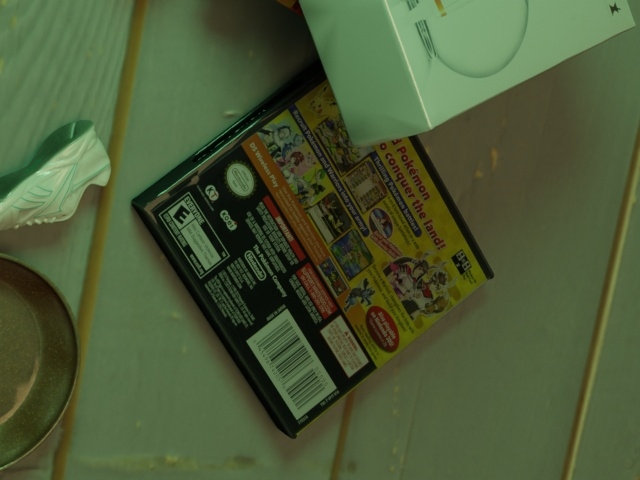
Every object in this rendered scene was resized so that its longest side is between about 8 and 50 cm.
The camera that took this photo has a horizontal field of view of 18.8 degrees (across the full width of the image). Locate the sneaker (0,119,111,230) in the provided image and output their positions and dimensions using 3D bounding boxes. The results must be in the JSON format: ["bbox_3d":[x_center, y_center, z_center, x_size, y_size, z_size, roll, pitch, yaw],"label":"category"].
[{"bbox_3d":[-0.234,-0.033,1.585,0.152,0.054,0.061,-37,121,-15],"label":"sneaker"}]

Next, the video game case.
[{"bbox_3d":[0.000,0.000,1.729,0.248,0.035,0.275,-38,117,-13],"label":"video game case"}]

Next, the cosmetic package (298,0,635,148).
[{"bbox_3d":[0.083,-0.298,1.553,0.284,0.097,0.377,-29,102,-43],"label":"cosmetic package"}]

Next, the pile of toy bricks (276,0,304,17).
[{"bbox_3d":[-0.050,-0.249,1.557,0.212,0.105,0.118,28,97,-16],"label":"pile of toy bricks"}]

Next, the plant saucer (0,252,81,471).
[{"bbox_3d":[-0.297,0.100,1.598,0.199,0.036,0.198,-8,107,-25],"label":"plant saucer"}]
